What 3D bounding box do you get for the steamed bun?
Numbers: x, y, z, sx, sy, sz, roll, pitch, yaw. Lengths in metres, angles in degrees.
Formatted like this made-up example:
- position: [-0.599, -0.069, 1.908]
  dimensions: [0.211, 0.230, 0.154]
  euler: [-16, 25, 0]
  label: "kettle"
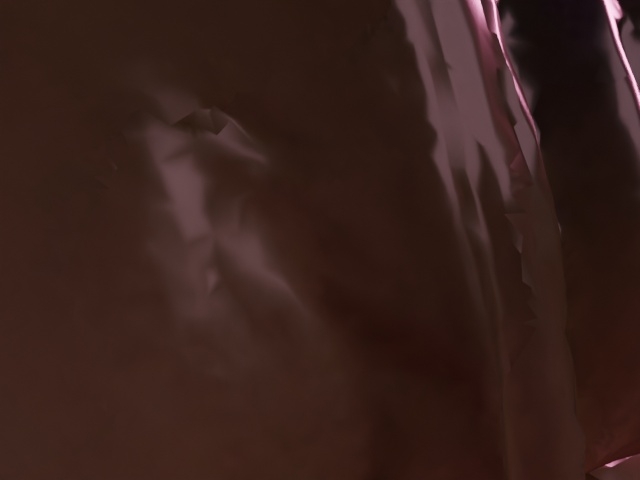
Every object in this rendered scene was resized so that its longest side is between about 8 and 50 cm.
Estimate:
- position: [0.000, 0.000, 0.460]
  dimensions: [0.352, 0.247, 0.339]
  euler: [33, 25, -30]
  label: "steamed bun"
